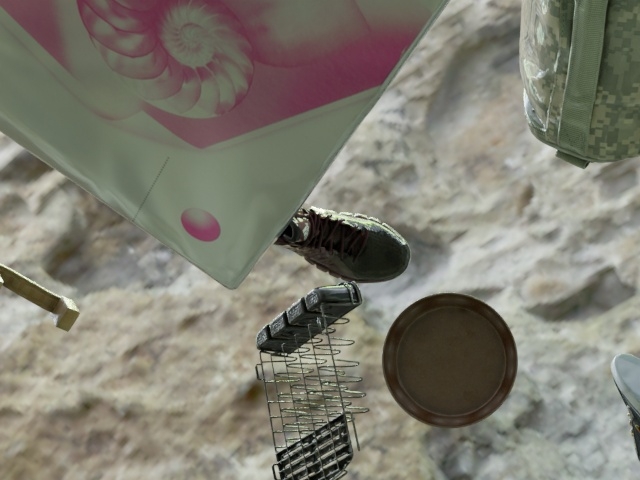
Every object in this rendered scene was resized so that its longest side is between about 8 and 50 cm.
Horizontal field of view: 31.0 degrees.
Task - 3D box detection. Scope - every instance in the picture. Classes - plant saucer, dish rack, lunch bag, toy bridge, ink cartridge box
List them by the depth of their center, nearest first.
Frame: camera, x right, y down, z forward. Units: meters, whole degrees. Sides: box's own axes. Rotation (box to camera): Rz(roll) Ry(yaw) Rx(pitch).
[{"bbox_3d":[-0.095,-0.169,0.483,0.330,0.324,0.071,-53,-177,46],"label":"ink cartridge box"},{"bbox_3d":[0.269,-0.236,0.923,0.212,0.305,0.256,24,-132,26],"label":"lunch bag"},{"bbox_3d":[-0.328,0.036,1.128,0.026,0.188,0.063,-59,-146,9],"label":"toy bridge"},{"bbox_3d":[0.161,0.149,1.440,0.168,0.029,0.168,-2,-99,12],"label":"plant saucer"},{"bbox_3d":[-0.008,0.212,1.614,0.208,0.074,0.271,-41,-127,48],"label":"dish rack"}]

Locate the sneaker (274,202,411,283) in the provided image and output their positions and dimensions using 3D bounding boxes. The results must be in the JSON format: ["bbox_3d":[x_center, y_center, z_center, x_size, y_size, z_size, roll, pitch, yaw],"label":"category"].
[{"bbox_3d":[0.000,0.000,1.717,0.162,0.281,0.106,-71,178,-86],"label":"sneaker"}]

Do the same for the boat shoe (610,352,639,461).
[{"bbox_3d":[0.446,0.248,1.587,0.065,0.083,0.183,-12,-125,-30],"label":"boat shoe"}]
